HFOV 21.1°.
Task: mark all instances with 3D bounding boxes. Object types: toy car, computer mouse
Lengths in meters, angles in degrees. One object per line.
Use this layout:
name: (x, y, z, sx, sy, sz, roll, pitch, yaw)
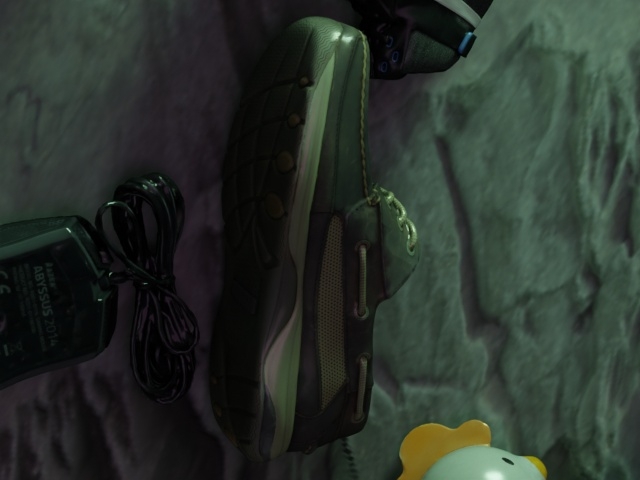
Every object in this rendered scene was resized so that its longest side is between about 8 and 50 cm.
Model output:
toy car: (0.169, 0.235, 1.419, 0.210, 0.219, 0.238, -39, 83, -4)
computer mouse: (-0.232, 0.054, 1.297, 0.272, 0.072, 0.188, -12, 109, -25)

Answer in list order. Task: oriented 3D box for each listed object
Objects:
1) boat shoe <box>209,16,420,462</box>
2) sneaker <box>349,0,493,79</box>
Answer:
boat shoe: (0.000, 0.000, 1.329, 0.130, 0.132, 0.355, -1, 114, -26)
sneaker: (0.030, -0.187, 1.299, 0.217, 0.079, 0.121, 15, 98, -21)
